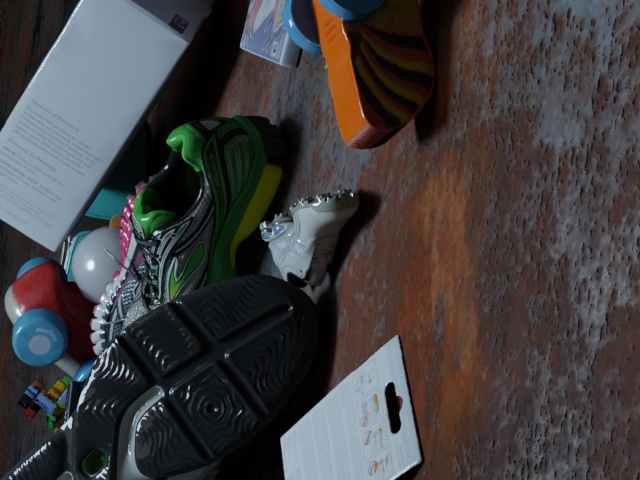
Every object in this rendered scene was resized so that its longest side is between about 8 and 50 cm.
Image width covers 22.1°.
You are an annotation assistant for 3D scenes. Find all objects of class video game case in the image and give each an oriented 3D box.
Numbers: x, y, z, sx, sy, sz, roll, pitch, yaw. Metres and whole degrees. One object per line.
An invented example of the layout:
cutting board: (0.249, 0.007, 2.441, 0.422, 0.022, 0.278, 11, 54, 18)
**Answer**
video game case: (-0.041, -0.313, 1.930, 0.183, 0.023, 0.201, -145, 66, -68)

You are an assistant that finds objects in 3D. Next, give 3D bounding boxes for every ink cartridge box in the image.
ink cartridge box: (0.036, 0.193, 1.476, 0.179, 0.045, 0.145, -42, 37, 31)

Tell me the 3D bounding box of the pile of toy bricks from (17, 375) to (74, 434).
pile of toy bricks: (-0.375, 0.233, 2.466, 0.105, 0.118, 0.212, -52, 1, -21)

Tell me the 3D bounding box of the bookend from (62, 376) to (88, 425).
bookend: (-0.205, 0.197, 1.924, 0.157, 0.156, 0.072, 146, 131, -62)

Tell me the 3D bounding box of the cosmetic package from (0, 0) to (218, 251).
cosmetic package: (-0.302, -0.200, 2.199, 0.385, 0.156, 0.217, -55, 8, 26)

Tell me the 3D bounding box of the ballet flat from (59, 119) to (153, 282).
ballet flat: (-0.329, -0.031, 2.447, 0.123, 0.123, 0.348, -148, 70, -68)

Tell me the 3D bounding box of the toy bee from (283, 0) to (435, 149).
toy bee: (0.051, -0.242, 1.513, 0.195, 0.162, 0.298, 5, 109, 62)

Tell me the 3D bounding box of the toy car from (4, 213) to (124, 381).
toy car: (-0.285, 0.071, 2.235, 0.238, 0.210, 0.219, -44, 21, 10)

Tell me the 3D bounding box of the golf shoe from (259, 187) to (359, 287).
golf shoe: (0.000, 0.000, 1.635, 0.176, 0.069, 0.086, 146, 112, -66)

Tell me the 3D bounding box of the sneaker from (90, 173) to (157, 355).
sneaker: (-0.208, 0.068, 2.067, 0.112, 0.121, 0.299, 36, 126, 34)

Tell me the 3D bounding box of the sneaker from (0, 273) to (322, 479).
sneaker: (-0.150, 0.196, 1.762, 0.447, 0.257, 0.169, -41, 76, 15)

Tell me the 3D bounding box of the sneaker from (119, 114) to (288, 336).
sneaker: (-0.171, 0.003, 1.882, 0.134, 0.146, 0.343, 44, 121, 44)
